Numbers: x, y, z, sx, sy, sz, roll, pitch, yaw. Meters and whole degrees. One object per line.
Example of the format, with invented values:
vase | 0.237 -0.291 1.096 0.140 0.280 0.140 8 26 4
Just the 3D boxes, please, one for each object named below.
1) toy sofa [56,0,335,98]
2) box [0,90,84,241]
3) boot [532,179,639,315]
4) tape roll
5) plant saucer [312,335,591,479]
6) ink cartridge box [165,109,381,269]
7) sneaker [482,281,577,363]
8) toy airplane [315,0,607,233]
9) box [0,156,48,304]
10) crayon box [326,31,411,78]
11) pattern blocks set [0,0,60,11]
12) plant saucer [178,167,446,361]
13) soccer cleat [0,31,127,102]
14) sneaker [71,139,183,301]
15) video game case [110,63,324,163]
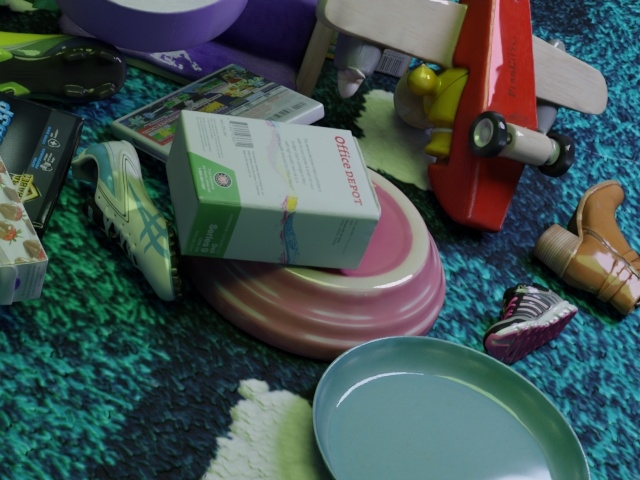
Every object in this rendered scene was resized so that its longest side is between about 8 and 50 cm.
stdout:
toy sofa | -0.162 -0.311 2.046 0.362 0.150 0.177 21 37 -2
box | -0.382 -0.089 1.756 0.175 0.051 0.220 18 39 -6
boot | 0.386 0.012 1.996 0.152 0.073 0.197 36 52 19
tape roll | -0.214 -0.376 1.927 0.274 0.090 0.275 6 61 -11
plant saucer | 0.137 0.231 1.638 0.317 0.044 0.318 13 39 -11
ink cartridge box | -0.056 -0.056 1.708 0.212 0.093 0.154 4 42 -19
sneaker | 0.238 0.093 1.834 0.075 0.063 0.170 43 38 23
toy airplane | 0.195 -0.243 2.042 0.384 0.272 0.386 -44 104 -37
box | -0.379 -0.068 1.641 0.063 0.067 0.324 -8 50 -30
crayon box | 0.016 -0.350 2.165 0.278 0.165 0.081 14 39 -10
pattern blocks set | -0.484 -0.388 1.997 0.324 0.026 0.285 33 19 18
plant saucer | 0.000 0.000 1.811 0.332 0.084 0.332 13 40 -11
soccer cleat | -0.387 -0.220 1.902 0.289 0.094 0.121 4 11 -15
sneaker | -0.218 -0.017 1.738 0.086 0.085 0.237 -21 54 -13
video game case | -0.129 -0.150 1.893 0.201 0.023 0.183 -31 40 -30
